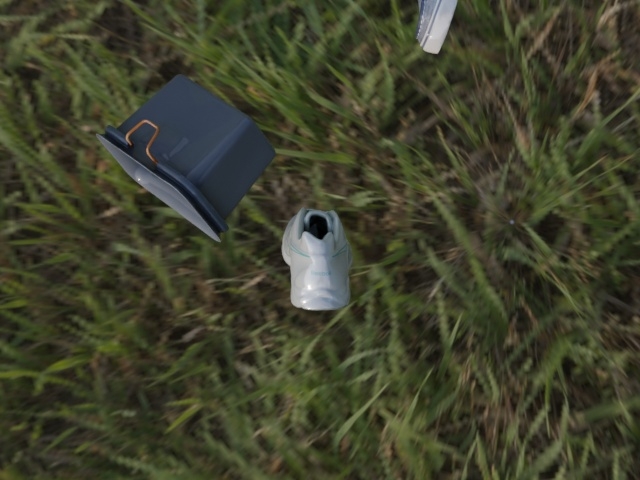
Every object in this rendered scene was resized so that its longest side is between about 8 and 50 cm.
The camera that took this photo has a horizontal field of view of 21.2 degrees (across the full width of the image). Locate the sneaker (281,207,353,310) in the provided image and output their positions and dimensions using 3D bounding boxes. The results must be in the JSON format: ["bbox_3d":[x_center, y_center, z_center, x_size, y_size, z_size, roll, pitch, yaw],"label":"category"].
[{"bbox_3d":[0.000,0.000,1.275,0.053,0.152,0.061,-2,109,-5],"label":"sneaker"}]

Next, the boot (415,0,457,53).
[{"bbox_3d":[0.090,-0.268,1.534,0.086,0.069,0.190,12,102,-1],"label":"boot"}]

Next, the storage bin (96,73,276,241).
[{"bbox_3d":[-0.110,-0.080,1.436,0.091,0.098,0.135,-49,50,-10],"label":"storage bin"}]
